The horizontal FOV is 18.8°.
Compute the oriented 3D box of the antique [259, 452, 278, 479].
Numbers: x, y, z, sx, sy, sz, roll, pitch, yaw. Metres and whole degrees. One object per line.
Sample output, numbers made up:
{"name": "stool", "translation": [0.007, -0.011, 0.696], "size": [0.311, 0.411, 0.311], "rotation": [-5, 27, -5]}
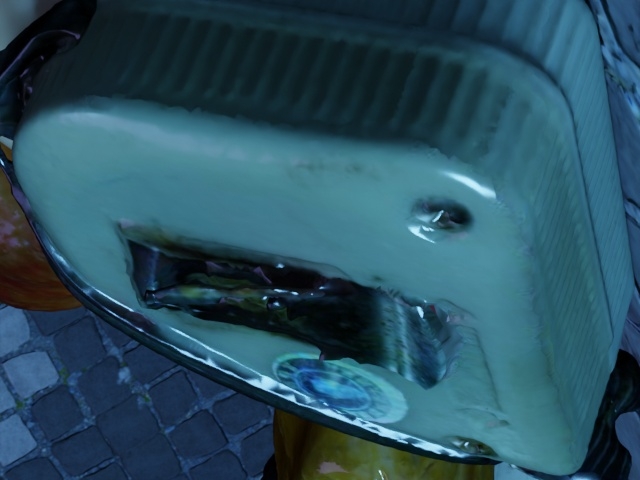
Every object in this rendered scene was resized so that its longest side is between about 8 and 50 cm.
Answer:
{"name": "antique", "translation": [0.061, 0.254, 1.481], "size": [0.322, 0.185, 0.255], "rotation": [-11, 110, 59]}

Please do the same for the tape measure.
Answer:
{"name": "tape measure", "translation": [0.000, 0.000, 0.662], "size": [0.235, 0.207, 0.115], "rotation": [68, -144, -56]}

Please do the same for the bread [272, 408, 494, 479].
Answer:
{"name": "bread", "translation": [0.017, 0.071, 1.010], "size": [0.235, 0.099, 0.210], "rotation": [113, 152, -69]}

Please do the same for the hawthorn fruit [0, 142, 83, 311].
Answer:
{"name": "hawthorn fruit", "translation": [-0.148, -0.103, 1.234], "size": [0.275, 0.275, 0.300], "rotation": [76, 178, -71]}

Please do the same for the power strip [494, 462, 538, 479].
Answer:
{"name": "power strip", "translation": [0.090, 0.156, 1.016], "size": [0.081, 0.035, 0.192], "rotation": [146, 132, -80]}

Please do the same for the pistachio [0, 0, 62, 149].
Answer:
{"name": "pistachio", "translation": [-0.099, -0.162, 0.754], "size": [0.309, 0.230, 0.230], "rotation": [66, 172, -30]}
